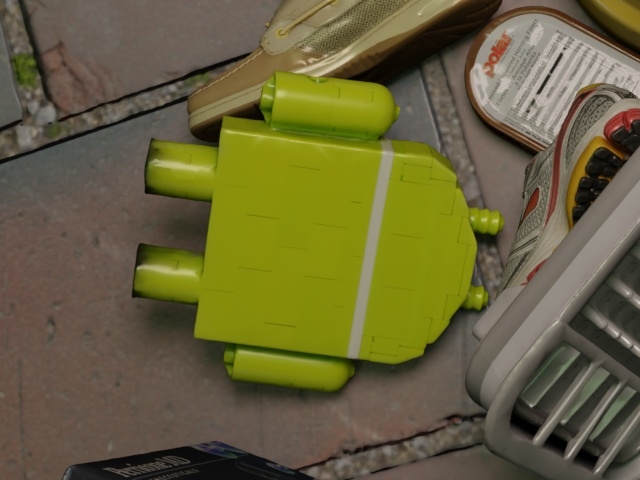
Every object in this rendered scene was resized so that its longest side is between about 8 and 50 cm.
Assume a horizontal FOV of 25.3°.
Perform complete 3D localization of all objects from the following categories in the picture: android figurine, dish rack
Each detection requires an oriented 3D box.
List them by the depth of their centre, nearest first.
[{"bbox_3d":[0.238,0.015,0.954,0.333,0.285,0.072,-51,54,6],"label":"dish rack"},{"bbox_3d":[0.000,0.000,1.070,0.273,0.056,0.248,6,108,-5],"label":"android figurine"}]

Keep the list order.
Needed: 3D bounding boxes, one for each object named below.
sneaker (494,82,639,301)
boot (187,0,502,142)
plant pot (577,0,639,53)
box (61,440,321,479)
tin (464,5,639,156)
[{"bbox_3d":[0.185,-0.012,1.033,0.088,0.092,0.225,10,123,-20],"label":"sneaker"},{"bbox_3d":[-0.015,-0.209,1.111,0.262,0.095,0.203,-27,77,16],"label":"boot"},{"bbox_3d":[0.275,-0.258,0.968,0.254,0.239,0.254,-1,87,14],"label":"plant pot"},{"bbox_3d":[0.025,0.302,0.960,0.395,0.293,0.212,18,90,14],"label":"box"},{"bbox_3d":[0.197,-0.106,1.081,0.190,0.040,0.106,31,89,14],"label":"tin"}]
